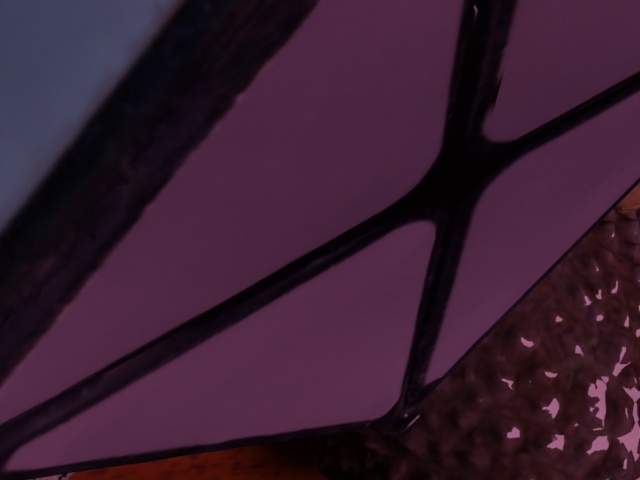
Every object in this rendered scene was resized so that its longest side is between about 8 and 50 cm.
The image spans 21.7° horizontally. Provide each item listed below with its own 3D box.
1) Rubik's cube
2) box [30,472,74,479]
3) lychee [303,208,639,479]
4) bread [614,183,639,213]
[{"bbox_3d":[-0.035,-0.129,0.578,0.307,0.305,0.310,-47,155,22],"label":"Rubik's cube"},{"bbox_3d":[-0.169,0.030,0.795,0.142,0.044,0.285,-53,146,-34],"label":"box"},{"bbox_3d":[0.124,0.089,1.102,0.300,0.300,0.300,-36,135,-46],"label":"lychee"},{"bbox_3d":[0.181,-0.237,0.883,0.390,0.279,0.371,27,50,-56],"label":"bread"}]
